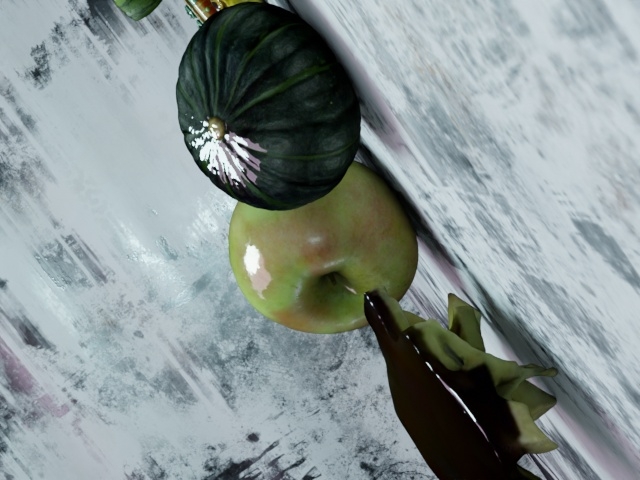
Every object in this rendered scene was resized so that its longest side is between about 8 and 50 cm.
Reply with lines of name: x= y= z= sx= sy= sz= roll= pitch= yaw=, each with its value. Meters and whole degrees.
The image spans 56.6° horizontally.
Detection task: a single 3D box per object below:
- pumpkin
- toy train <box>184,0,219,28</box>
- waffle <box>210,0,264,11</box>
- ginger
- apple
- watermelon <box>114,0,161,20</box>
pumpkin: x=-0.058 y=-0.164 z=0.730 sx=0.250 sy=0.216 sz=0.249 roll=31 pitch=147 yaw=23
toy train: x=-0.168 y=-0.339 z=0.900 sx=0.103 sy=0.044 sz=0.064 roll=50 pitch=175 yaw=-9
waffle: x=-0.167 y=-0.421 z=0.931 sx=0.309 sy=0.065 sz=0.283 roll=56 pitch=177 yaw=-36
ginger: x=0.235 y=0.204 z=0.861 sx=0.413 sy=0.211 sz=0.358 roll=37 pitch=152 yaw=62
apple: x=0.000 y=0.000 z=1.030 sx=0.319 sy=0.319 sz=0.277 roll=53 pitch=-163 yaw=-34
watermelon: x=-0.394 y=-0.636 z=1.187 sx=0.330 sy=0.190 sz=0.331 roll=59 pitch=-177 yaw=-5
